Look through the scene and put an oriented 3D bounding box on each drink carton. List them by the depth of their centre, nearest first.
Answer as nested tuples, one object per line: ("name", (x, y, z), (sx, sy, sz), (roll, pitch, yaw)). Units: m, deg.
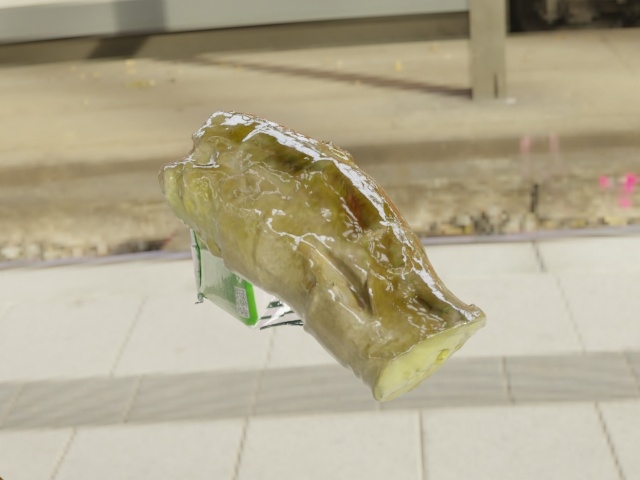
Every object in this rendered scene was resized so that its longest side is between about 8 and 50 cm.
("drink carton", (-0.051, 0.027, 1.607), (0.161, 0.108, 0.271), (-8, 8, -16))

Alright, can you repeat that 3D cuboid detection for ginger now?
("ginger", (0.000, 0.000, 0.966), (0.263, 0.109, 0.116), (42, 32, 25))

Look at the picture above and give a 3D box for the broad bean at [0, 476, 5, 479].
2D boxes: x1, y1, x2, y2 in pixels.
("broad bean", (-0.190, 0.134, 0.520), (0.122, 0.228, 0.156), (-5, 43, 56))
